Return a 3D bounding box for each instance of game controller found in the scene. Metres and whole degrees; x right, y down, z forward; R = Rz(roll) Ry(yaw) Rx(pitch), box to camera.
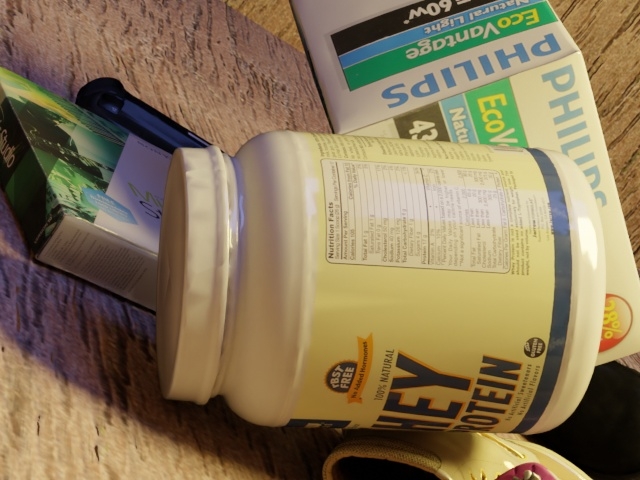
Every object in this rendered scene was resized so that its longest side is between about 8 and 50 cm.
[{"bbox_3d":[-0.135,-0.077,1.893,0.319,0.067,0.166,33,8,-15],"label":"game controller"}]

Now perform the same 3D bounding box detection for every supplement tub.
[{"bbox_3d":[0.040,0.034,1.346,0.324,0.235,0.235,3,21,-11],"label":"supplement tub"}]

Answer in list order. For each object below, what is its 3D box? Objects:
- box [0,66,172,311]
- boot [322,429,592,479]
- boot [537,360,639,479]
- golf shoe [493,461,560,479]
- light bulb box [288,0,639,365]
[{"bbox_3d":[-0.198,-0.038,1.596,0.232,0.058,0.322,27,14,-34],"label":"box"},{"bbox_3d":[0.128,0.217,1.412,0.262,0.095,0.203,29,12,2],"label":"boot"},{"bbox_3d":[0.215,0.135,1.849,0.348,0.131,0.260,33,1,44],"label":"boot"},{"bbox_3d":[0.182,0.299,1.230,0.140,0.115,0.306,42,25,-32],"label":"golf shoe"},{"bbox_3d":[0.136,-0.092,1.641,0.361,0.225,0.358,-106,176,-54],"label":"light bulb box"}]
